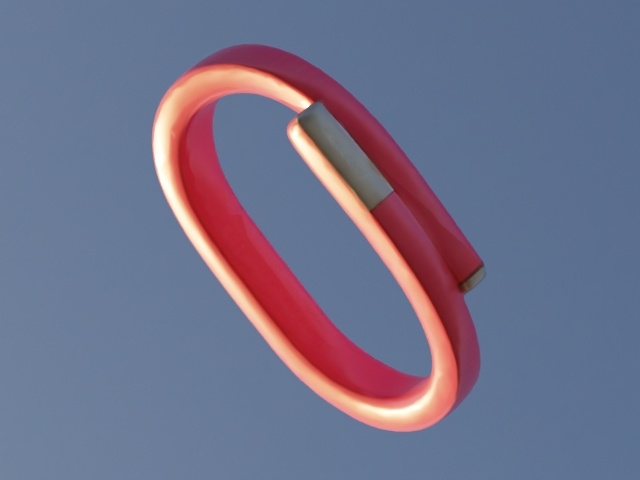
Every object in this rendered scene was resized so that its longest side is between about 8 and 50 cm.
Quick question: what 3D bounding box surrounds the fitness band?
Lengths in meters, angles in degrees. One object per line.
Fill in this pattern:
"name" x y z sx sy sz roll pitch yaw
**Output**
"fitness band" 0.000 0.000 1.192 0.291 0.054 0.209 54 -33 -3
